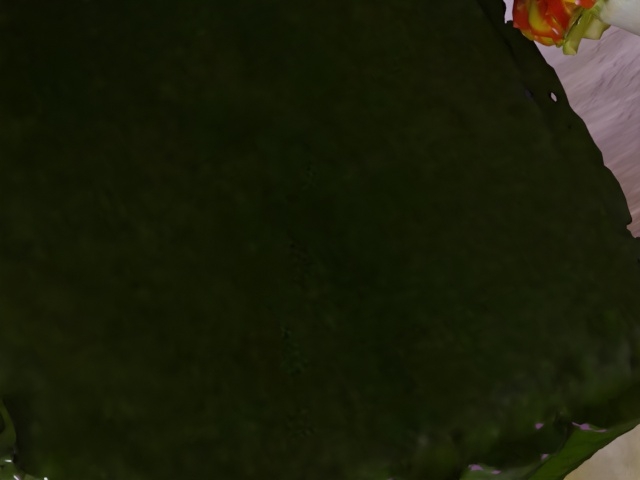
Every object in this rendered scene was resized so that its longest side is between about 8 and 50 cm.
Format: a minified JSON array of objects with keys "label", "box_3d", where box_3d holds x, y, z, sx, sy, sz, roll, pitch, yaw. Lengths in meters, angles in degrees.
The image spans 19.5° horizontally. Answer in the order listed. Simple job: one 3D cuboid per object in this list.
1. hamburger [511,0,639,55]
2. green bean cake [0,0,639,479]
[{"label":"hamburger","box_3d":[0.193,-0.199,0.747,0.294,0.179,0.276,-52,177,-14]},{"label":"green bean cake","box_3d":[-0.046,0.018,0.837,0.319,0.335,0.218,-17,164,-24]}]
